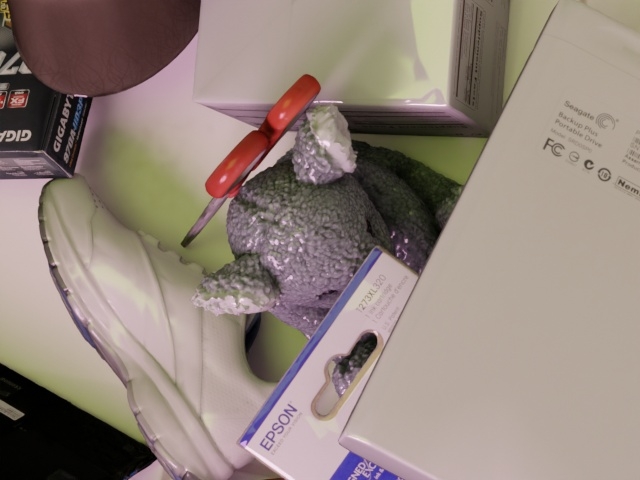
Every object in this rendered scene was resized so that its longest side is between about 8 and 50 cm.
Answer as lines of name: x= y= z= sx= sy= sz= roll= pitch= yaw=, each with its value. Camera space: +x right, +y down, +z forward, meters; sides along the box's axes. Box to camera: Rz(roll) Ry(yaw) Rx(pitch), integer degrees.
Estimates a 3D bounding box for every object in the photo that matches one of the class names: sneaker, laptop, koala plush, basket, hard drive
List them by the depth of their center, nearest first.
hard drive: x=0.191 y=0.035 z=1.260 sx=0.233 sy=0.047 sz=0.353 roll=28 pitch=70 yaw=0
koala plush: x=0.000 y=0.000 z=1.355 sx=0.203 sy=0.221 sz=0.196 roll=36 pitch=98 yaw=22
basket: x=-0.161 y=-0.223 z=1.367 sx=0.154 sy=0.227 sz=0.204 roll=34 pitch=83 yaw=5
laptop: x=-0.305 y=0.218 z=1.472 sx=0.234 sy=0.264 sz=0.137 roll=27 pitch=121 yaw=22
sneaker: x=-0.123 y=0.061 z=1.477 sx=0.129 sy=0.111 sz=0.297 roll=-32 pitch=71 yaw=-7

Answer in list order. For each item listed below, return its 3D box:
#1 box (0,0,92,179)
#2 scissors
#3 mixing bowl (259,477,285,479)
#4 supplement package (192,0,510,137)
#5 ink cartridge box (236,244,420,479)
box: x=-0.287 y=-0.137 z=1.547 sx=0.220 sy=0.051 sz=0.175 roll=0 pitch=66 yaw=26
scissors: x=-0.055 y=-0.052 z=1.384 sx=0.021 sy=0.297 sz=0.109 roll=40 pitch=77 yaw=0
mixing bowl: x=-0.014 y=0.250 z=1.348 sx=0.181 sy=0.098 sz=0.181 roll=5 pitch=69 yaw=-13
supplement package: x=0.032 y=-0.218 z=1.410 sx=0.204 sy=0.145 sz=0.262 roll=3 pitch=84 yaw=22
ink cartridge box: x=0.143 y=0.175 z=1.300 sx=0.371 sy=0.069 sz=0.176 roll=35 pitch=98 yaw=0
